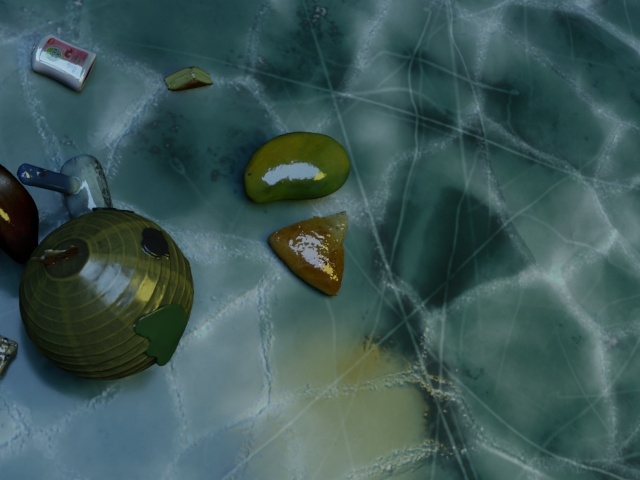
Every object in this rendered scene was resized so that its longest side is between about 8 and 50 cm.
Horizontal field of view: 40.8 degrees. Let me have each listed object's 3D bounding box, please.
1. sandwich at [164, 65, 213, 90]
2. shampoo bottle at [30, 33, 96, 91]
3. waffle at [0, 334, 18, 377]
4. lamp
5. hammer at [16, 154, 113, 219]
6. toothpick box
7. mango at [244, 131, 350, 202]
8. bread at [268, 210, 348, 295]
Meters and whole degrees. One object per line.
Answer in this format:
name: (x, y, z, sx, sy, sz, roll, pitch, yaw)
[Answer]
sandwich: (-0.225, -0.281, 1.488, 0.083, 0.044, 0.031, -15, 83, -20)
shampoo bottle: (-0.429, -0.298, 1.421, 0.099, 0.043, 0.072, 24, 67, -10)
waffle: (-0.512, 0.192, 1.234, 0.102, 0.042, 0.148, 26, 66, -9)
lamp: (-0.315, 0.065, 1.215, 0.250, 0.284, 0.250, -8, 62, 15)
hammer: (-0.388, -0.083, 1.297, 0.069, 0.194, 0.116, -20, 78, 16)
toothpick box: (-0.538, 0.014, 1.208, 0.192, 0.192, 0.294, 44, 70, -1)
mango: (-0.041, -0.129, 1.476, 0.191, 0.085, 0.122, -4, 77, -21)
bread: (-0.022, 0.007, 1.458, 0.135, 0.054, 0.154, 12, 67, -12)
